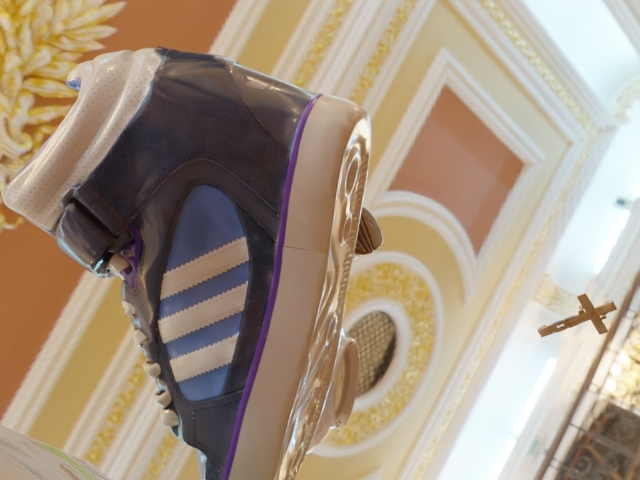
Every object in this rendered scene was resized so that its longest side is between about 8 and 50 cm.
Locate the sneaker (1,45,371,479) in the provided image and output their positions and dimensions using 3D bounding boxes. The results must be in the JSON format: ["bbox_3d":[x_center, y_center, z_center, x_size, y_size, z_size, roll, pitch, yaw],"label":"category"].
[{"bbox_3d":[-0.108,0.031,0.609,0.130,0.236,0.322,-35,-42,-71],"label":"sneaker"}]

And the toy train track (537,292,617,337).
[{"bbox_3d":[0.261,0.078,0.899,0.048,0.083,0.014,57,-150,-10],"label":"toy train track"}]

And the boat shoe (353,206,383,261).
[{"bbox_3d":[0.000,0.000,1.490,0.285,0.089,0.104,-8,-109,-51],"label":"boat shoe"}]

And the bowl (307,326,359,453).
[{"bbox_3d":[-0.020,0.216,1.399,0.298,0.134,0.297,5,-90,-72],"label":"bowl"}]

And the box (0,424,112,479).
[{"bbox_3d":[-0.144,0.196,0.465,0.126,0.262,0.231,-57,-34,-12],"label":"box"}]
